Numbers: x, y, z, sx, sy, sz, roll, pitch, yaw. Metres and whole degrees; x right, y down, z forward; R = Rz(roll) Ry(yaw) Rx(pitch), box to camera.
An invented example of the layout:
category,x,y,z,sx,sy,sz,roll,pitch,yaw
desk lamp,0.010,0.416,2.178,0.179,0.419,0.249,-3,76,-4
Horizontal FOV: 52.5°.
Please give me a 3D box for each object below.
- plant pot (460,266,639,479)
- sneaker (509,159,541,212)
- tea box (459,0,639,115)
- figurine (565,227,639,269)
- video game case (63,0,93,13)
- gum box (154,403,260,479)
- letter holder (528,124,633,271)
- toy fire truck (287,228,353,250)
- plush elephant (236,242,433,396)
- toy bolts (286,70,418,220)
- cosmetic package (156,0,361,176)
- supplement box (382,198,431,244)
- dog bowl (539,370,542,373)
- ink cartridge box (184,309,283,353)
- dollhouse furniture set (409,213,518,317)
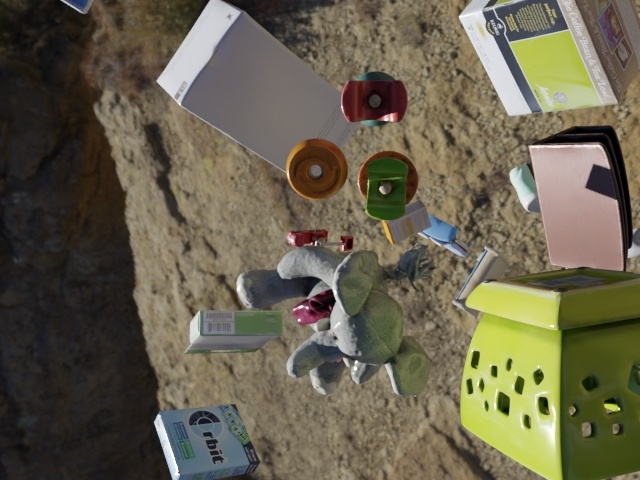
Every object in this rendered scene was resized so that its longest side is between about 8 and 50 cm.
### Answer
category,x,y,z,sx,sy,sz,roll,pitch,yaw
plant pot,0.316,0.146,0.804,0.227,0.228,0.207,-172,76,-73
sneaker,0.628,-0.140,1.780,0.094,0.256,0.151,-48,45,37
tea box,0.589,-0.519,1.633,0.323,0.220,0.329,8,142,52
figurine,0.726,-0.003,1.692,0.209,0.092,0.215,-38,49,30
video game case,-0.422,-0.501,1.027,0.212,0.023,0.193,31,99,-5
gum box,-0.241,0.429,1.379,0.157,0.184,0.041,56,129,39
letter holder,0.620,-0.092,1.449,0.214,0.152,0.301,14,123,61
toy fire truck,0.000,0.000,2.182,0.135,0.192,0.047,-149,59,-60
plush elephant,0.041,0.132,1.041,0.330,0.255,0.272,-29,101,13
toy bolts,0.062,-0.168,1.087,0.218,0.158,0.228,7,106,5
cosmetic package,-0.114,-0.297,1.358,0.217,0.385,0.156,-52,41,6
supplement box,0.190,-0.041,1.437,0.036,0.098,0.062,-118,5,-53
dog bowl,0.584,0.249,1.546,0.265,0.104,0.265,37,158,18
ink cartridge box,-0.191,0.196,1.370,0.235,0.171,0.056,139,130,-64
dollhouse furniture set,0.415,0.081,2.056,0.303,0.286,0.198,32,91,33
